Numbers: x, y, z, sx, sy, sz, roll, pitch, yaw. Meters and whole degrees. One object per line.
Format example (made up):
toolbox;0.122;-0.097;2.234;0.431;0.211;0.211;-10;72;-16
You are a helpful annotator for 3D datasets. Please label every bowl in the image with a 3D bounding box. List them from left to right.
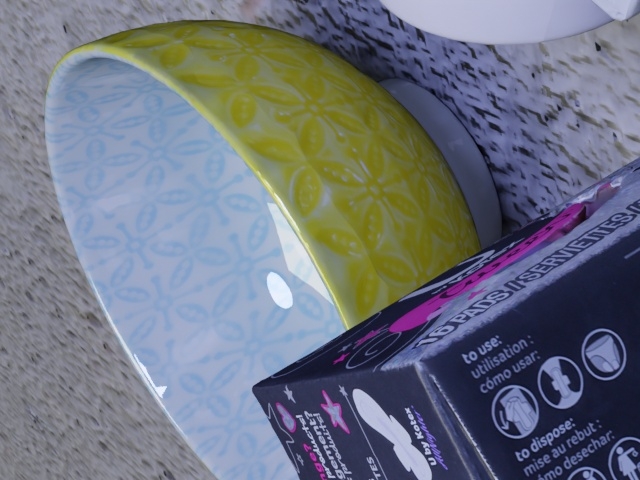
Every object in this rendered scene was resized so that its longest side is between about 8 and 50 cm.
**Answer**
bowl;0.000;0.000;0.961;0.289;0.156;0.289;43;150;33

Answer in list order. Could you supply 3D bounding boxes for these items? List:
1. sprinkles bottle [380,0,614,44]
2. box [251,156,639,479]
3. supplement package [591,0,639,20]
sprinkles bottle;0.061;-0.243;0.632;0.121;0.121;0.355;36;146;40
box;0.130;0.057;0.675;0.163;0.247;0.142;62;154;-4
supplement package;0.119;-0.203;0.472;0.149;0.203;0.194;46;152;25
